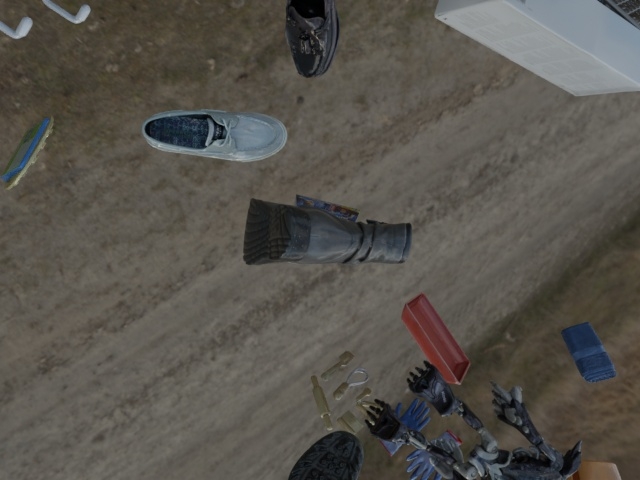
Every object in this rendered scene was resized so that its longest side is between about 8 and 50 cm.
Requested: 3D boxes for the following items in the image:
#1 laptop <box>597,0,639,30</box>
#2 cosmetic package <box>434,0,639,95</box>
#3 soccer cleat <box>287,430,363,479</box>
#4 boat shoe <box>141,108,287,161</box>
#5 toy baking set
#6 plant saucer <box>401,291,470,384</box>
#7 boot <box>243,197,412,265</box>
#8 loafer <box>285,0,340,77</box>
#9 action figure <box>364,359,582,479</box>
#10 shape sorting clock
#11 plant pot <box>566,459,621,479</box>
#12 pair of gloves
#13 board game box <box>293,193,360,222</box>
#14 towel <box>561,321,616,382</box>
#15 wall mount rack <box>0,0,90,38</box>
[{"bbox_3d":[0.594,-0.507,1.083,0.382,0.408,0.236,-33,166,-46],"label":"laptop"},{"bbox_3d":[0.246,-0.225,0.694,0.239,0.099,0.060,16,87,-32],"label":"cosmetic package"},{"bbox_3d":[-0.027,0.484,1.144,0.318,0.108,0.116,-58,165,-23],"label":"soccer cleat"},{"bbox_3d":[-0.166,-0.164,1.016,0.081,0.227,0.079,-96,-172,-83],"label":"boat shoe"},{"bbox_3d":[0.068,0.423,1.793,0.197,0.256,0.030,-1,136,-29],"label":"toy baking set"},{"bbox_3d":[0.324,0.280,1.857,0.048,0.258,0.259,-36,171,18],"label":"plant saucer"},{"bbox_3d":[0.000,0.000,1.103,0.222,0.338,0.118,5,96,-20],"label":"boot"},{"bbox_3d":[-0.022,-0.434,1.173,0.095,0.109,0.302,-50,153,-51],"label":"loafer"},{"bbox_3d":[0.198,0.248,0.783,0.275,0.141,0.164,37,101,-17],"label":"action figure"},{"bbox_3d":[-0.696,-0.210,1.557,0.040,0.206,0.206,35,93,-35],"label":"shape sorting clock"},{"bbox_3d":[0.703,0.706,1.762,0.291,0.291,0.203,40,49,-56],"label":"plant pot"},{"bbox_3d":[0.239,0.488,1.585,0.159,0.198,0.023,-48,146,3],"label":"pair of gloves"},{"bbox_3d":[0.000,-0.055,1.790,0.194,0.194,0.060,-60,162,-68],"label":"board game box"},{"bbox_3d":[0.535,0.225,1.301,0.067,0.119,0.029,-13,143,-2],"label":"towel"},{"bbox_3d":[-0.430,-0.499,1.077,0.304,0.130,0.350,-55,-174,26],"label":"wall mount rack"}]
